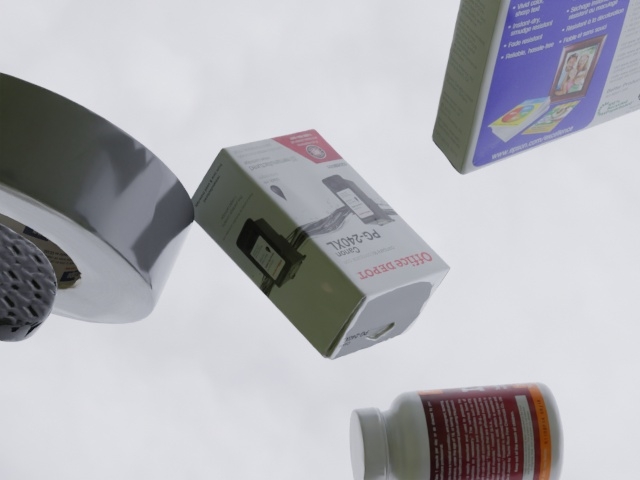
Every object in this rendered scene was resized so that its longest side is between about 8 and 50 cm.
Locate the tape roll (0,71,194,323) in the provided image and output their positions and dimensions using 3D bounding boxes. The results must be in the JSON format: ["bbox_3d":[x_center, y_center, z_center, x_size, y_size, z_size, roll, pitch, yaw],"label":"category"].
[{"bbox_3d":[-0.197,-0.027,1.168,0.219,0.219,0.072,6,-117,35],"label":"tape roll"}]

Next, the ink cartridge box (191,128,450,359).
[{"bbox_3d":[0.000,0.000,1.203,0.150,0.109,0.063,46,-57,20],"label":"ink cartridge box"}]

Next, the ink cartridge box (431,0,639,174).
[{"bbox_3d":[0.171,-0.154,1.038,0.045,0.206,0.208,49,-35,32],"label":"ink cartridge box"}]

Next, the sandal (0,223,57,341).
[{"bbox_3d":[-0.182,-0.008,0.641,0.040,0.179,0.067,-43,-156,35],"label":"sandal"}]

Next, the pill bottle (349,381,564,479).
[{"bbox_3d":[0.102,0.154,1.332,0.152,0.086,0.086,-3,-101,-9],"label":"pill bottle"}]
